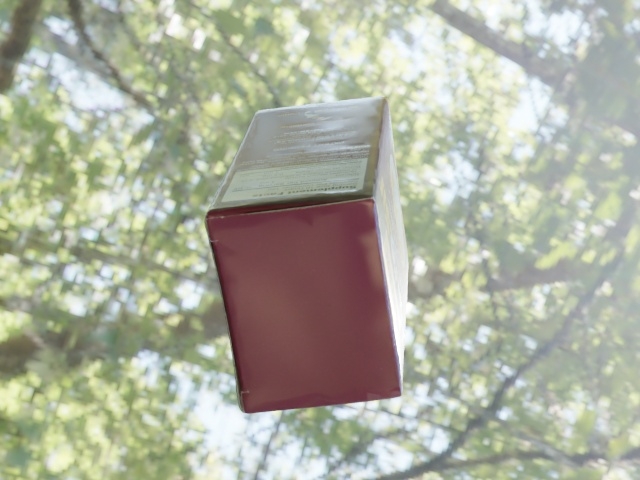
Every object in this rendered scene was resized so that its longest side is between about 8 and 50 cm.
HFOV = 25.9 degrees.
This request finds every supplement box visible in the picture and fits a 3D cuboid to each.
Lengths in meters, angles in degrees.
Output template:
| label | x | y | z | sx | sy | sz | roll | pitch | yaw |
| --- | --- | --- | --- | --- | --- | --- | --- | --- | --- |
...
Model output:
| label | x | y | z | sx | sy | sz | roll | pitch | yaw |
| --- | --- | --- | --- | --- | --- | --- | --- | --- | --- |
| supplement box | 0.000 | 0.000 | 0.723 | 0.188 | 0.081 | 0.104 | -78 | 160 | -69 |
